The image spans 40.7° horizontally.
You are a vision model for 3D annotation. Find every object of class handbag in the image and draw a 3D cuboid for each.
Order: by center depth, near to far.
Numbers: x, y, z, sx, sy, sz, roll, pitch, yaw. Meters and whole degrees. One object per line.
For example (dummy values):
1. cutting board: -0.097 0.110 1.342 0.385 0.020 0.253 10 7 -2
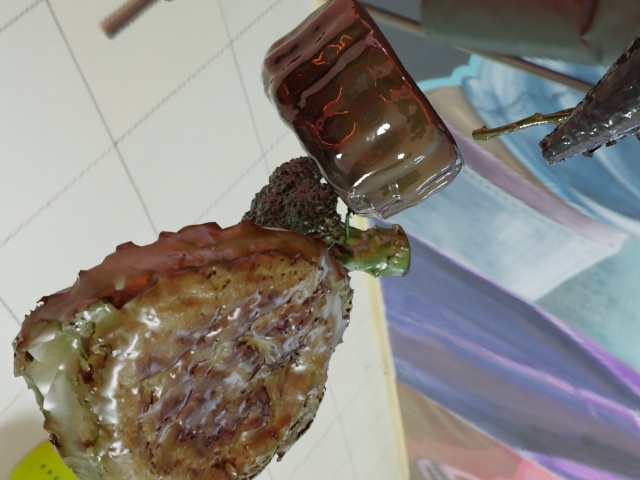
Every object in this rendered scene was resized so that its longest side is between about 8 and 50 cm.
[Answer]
1. handbag: 0.318 -0.139 0.771 0.270 0.088 0.175 -16 158 -41

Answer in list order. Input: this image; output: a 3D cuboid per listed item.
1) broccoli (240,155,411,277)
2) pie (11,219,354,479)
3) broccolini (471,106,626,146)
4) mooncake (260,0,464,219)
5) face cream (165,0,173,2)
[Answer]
1. broccoli: 0.000 0.000 1.431 0.297 0.297 0.297 -4 126 -16
2. pie: -0.106 0.114 0.817 0.355 0.103 0.288 -11 126 -34
3. broccolini: 0.280 -0.144 1.033 0.052 0.194 0.054 80 10 -61
4. mooncake: 0.053 -0.163 1.127 0.161 0.290 0.290 -35 153 9
5. face cream: -0.059 -0.341 0.898 0.273 0.078 0.078 -23 152 10
